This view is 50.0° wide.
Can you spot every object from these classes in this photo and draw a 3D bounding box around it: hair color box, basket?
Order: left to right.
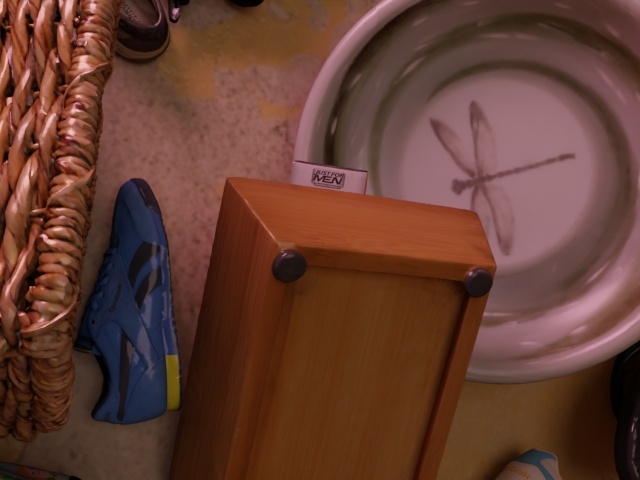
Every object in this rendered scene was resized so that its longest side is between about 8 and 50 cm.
[{"bbox_3d":[-0.194,-0.027,0.452,0.223,0.213,0.299,-8,62,10],"label":"basket"},{"bbox_3d":[0.000,0.000,0.642,0.072,0.043,0.141,10,99,4],"label":"hair color box"}]

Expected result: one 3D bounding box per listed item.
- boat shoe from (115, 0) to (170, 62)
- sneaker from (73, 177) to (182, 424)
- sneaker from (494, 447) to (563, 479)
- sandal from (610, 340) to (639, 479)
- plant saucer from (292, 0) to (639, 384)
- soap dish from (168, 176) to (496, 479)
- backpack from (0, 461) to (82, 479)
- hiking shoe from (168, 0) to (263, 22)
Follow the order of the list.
[{"bbox_3d":[-0.214,-0.263,0.611,0.223,0.073,0.080,49,66,-10],"label":"boat shoe"},{"bbox_3d":[-0.168,0.049,0.582,0.082,0.069,0.209,-4,83,-21],"label":"sneaker"},{"bbox_3d":[0.266,0.327,0.721,0.092,0.087,0.229,-38,100,-27],"label":"sneaker"},{"bbox_3d":[0.444,0.152,0.835,0.167,0.107,0.446,53,53,-7],"label":"sandal"},{"bbox_3d":[0.176,-0.064,0.683,0.400,0.100,0.400,1,98,8],"label":"plant saucer"},{"bbox_3d":[0.011,0.107,0.570,0.229,0.118,0.291,7,105,-22],"label":"soap dish"},{"bbox_3d":[-0.281,0.241,0.430,0.253,0.191,0.225,16,75,-23],"label":"backpack"},{"bbox_3d":[-0.072,-0.295,0.688,0.227,0.086,0.114,-28,107,-20],"label":"hiking shoe"}]
